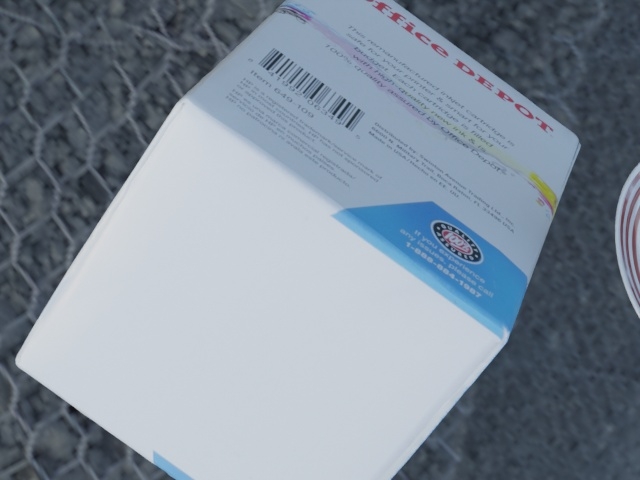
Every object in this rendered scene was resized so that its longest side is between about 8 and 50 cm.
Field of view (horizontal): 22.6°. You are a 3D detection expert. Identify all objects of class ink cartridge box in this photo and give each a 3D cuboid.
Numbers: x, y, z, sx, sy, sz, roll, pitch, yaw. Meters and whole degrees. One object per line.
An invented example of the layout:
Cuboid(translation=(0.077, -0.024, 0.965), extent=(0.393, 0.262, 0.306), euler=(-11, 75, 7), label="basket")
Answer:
Cuboid(translation=(0.000, 0.000, 0.920), extent=(0.198, 0.270, 0.197), euler=(36, 119, -1), label="ink cartridge box")

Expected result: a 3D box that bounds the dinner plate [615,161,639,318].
Cuboid(translation=(0.209, 0.016, 0.853), extent=(0.141, 0.017, 0.141), euler=(11, 66, -27), label="dinner plate")
